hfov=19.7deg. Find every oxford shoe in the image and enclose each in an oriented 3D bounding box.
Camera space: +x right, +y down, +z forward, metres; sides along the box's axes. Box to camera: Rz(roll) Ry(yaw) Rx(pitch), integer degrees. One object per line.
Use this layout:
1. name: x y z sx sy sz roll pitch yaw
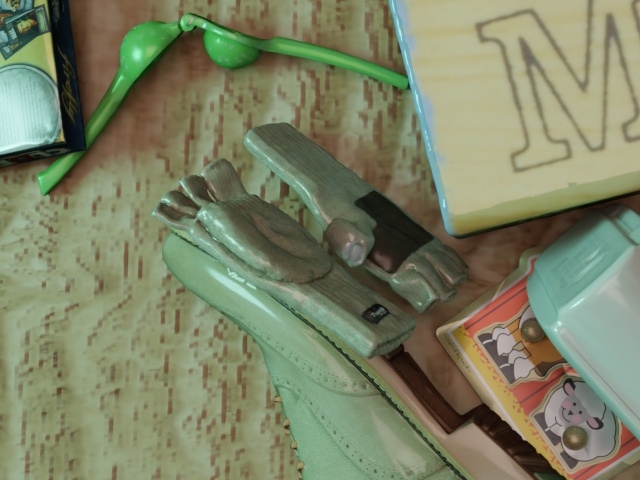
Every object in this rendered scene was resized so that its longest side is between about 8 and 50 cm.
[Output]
1. oxford shoe: 0.012 0.130 1.384 0.397 0.140 0.146 41 99 14

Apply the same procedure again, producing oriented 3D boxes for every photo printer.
1. photo printer: 0.281 0.121 1.286 0.107 0.256 0.307 -43 94 7

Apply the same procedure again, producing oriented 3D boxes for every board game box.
1. board game box: -0.284 -0.178 1.482 0.165 0.042 0.243 -10 81 16

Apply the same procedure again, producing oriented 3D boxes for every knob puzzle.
1. knob puzzle: 0.216 0.084 1.426 0.213 0.030 0.213 -1 81 4

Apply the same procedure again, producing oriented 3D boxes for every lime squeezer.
1. lime squeezer: -0.091 -0.132 1.470 0.310 0.059 0.110 -16 80 1

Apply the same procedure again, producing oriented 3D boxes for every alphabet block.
1. alphabet block: 0.169 -0.116 1.368 0.197 0.192 0.193 -14 89 6

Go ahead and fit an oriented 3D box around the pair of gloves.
1. pair of gloves: 0.000 0.000 1.364 0.204 0.240 0.042 36 115 8
